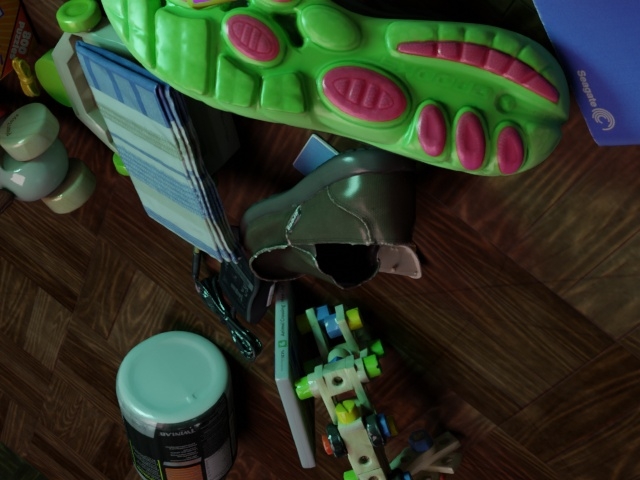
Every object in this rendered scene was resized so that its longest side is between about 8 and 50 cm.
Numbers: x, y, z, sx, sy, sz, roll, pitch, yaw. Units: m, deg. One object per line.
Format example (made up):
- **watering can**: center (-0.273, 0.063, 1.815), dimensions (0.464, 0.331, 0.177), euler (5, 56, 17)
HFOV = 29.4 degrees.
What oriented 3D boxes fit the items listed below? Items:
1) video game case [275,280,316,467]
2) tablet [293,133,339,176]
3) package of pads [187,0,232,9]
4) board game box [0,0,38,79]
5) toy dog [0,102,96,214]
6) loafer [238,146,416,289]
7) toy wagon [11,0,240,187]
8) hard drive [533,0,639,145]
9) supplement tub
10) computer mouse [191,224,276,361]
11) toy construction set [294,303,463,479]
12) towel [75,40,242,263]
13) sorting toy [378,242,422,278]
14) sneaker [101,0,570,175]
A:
- **video game case**: center (-0.036, 0.190, 1.769), dimensions (0.023, 0.193, 0.212), euler (-8, 134, 6)
- **tablet**: center (-0.001, -0.097, 1.528), dimensions (0.054, 0.006, 0.083), euler (39, 149, 0)
- **package of pads**: center (0.034, -0.294, 0.968), dimensions (0.229, 0.296, 0.101), euler (1, 124, 47)
- **board game box**: center (-0.668, -0.328, 1.598), dimensions (0.356, 0.356, 0.356), euler (18, 142, 32)
- **toy dog**: center (-0.472, -0.117, 1.772), dimensions (0.220, 0.161, 0.333), euler (52, 161, -23)
- **loafer**: center (0.000, 0.000, 1.472), dimensions (0.366, 0.133, 0.130), euler (144, 120, -63)
- **toy wagon**: center (-0.265, -0.198, 1.619), dimensions (0.344, 0.068, 0.267), euler (20, 143, 30)
- **hard drive**: center (0.345, -0.176, 1.036), dimensions (0.318, 0.040, 0.210), euler (2, 132, 45)
- **supplement tub**: center (-0.242, 0.317, 2.120), dimensions (0.193, 0.193, 0.316), euler (27, 146, 19)
- **computer mouse**: center (-0.123, 0.039, 1.783), dimensions (0.184, 0.060, 0.262), euler (49, 151, 30)
- **toy construction set**: center (0.071, 0.255, 1.722), dimensions (0.151, 0.215, 0.328), euler (-33, 111, 13)
- **towel**: center (-0.202, -0.110, 1.541), dimensions (0.209, 0.034, 0.285), euler (28, 147, 43)
- **sorting toy**: center (0.076, 0.022, 1.551), dimensions (0.083, 0.045, 0.075), euler (9, 173, -30)
- **sneaker**: center (0.001, -0.179, 1.205), dimensions (0.482, 0.185, 0.202), euler (25, 180, 3)
